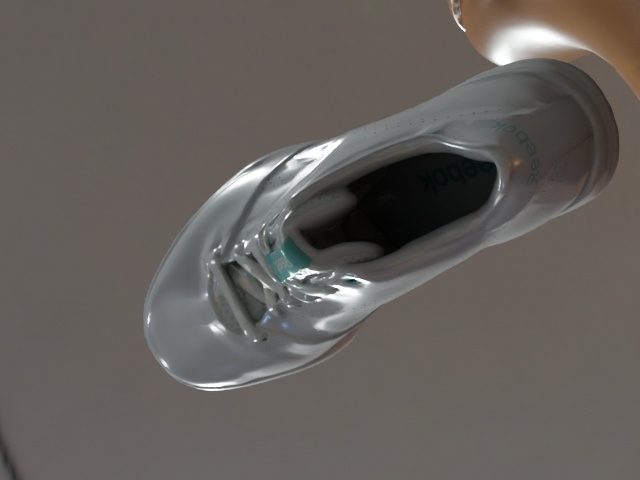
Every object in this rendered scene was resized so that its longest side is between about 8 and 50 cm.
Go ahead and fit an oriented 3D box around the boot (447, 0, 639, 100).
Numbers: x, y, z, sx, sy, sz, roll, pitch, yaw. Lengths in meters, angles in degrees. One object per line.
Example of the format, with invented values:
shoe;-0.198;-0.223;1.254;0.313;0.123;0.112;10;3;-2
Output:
boot;0.153;-0.052;0.734;0.283;0.109;0.220;-25;-109;53

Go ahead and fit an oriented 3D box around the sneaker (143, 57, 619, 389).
sneaker;0.000;0.000;0.696;0.212;0.094;0.080;-31;-91;33
